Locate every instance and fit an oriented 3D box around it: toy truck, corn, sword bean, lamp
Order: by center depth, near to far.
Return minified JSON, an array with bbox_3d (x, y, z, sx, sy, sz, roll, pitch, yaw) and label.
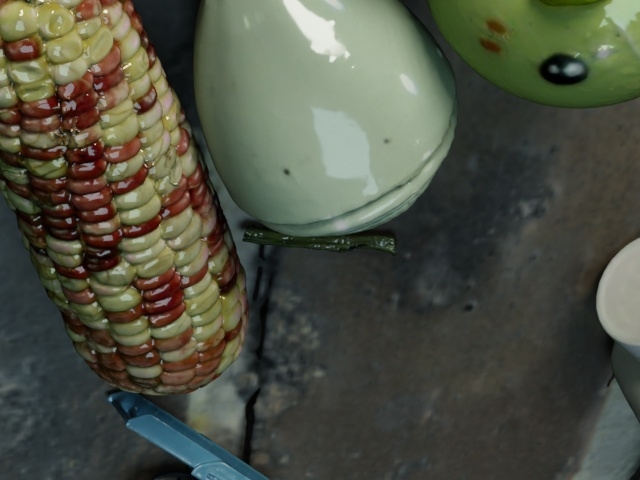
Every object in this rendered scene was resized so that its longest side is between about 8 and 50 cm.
[{"bbox_3d":[-0.017,-0.082,0.622,0.106,0.106,0.193,-29,125,8],"label":"lamp"},{"bbox_3d":[-0.091,-0.033,0.645,0.086,0.086,0.253,-19,133,-2],"label":"corn"},{"bbox_3d":[0.000,0.000,0.763,0.083,0.012,0.012,4,131,-25],"label":"sword bean"},{"bbox_3d":[-0.078,0.138,0.835,0.074,0.063,0.136,-50,130,1],"label":"toy truck"}]

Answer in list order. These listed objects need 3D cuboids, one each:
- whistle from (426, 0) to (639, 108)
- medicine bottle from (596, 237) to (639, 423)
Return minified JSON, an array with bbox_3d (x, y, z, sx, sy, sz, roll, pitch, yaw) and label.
[{"bbox_3d":[0.065,-0.144,0.553,0.141,0.141,0.294,-36,138,15],"label":"whistle"},{"bbox_3d":[0.224,0.063,0.866,0.119,0.069,0.183,-39,134,19],"label":"medicine bottle"}]
